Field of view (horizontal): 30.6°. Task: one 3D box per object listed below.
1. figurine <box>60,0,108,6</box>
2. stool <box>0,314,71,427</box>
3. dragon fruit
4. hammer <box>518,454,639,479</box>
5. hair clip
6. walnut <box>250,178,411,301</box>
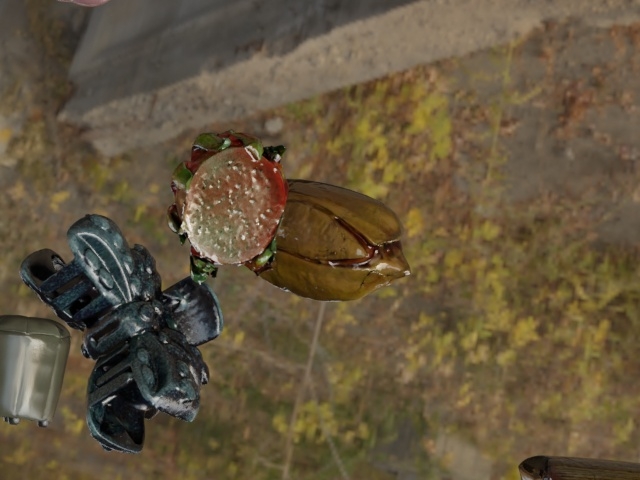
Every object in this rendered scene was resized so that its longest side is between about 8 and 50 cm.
[{"bbox_3d":[-0.231,-0.263,1.150,0.071,0.083,0.067,49,172,13],"label":"figurine"},{"bbox_3d":[-0.306,0.132,1.192,0.096,0.110,0.096,6,173,1],"label":"stool"},{"bbox_3d":[-0.091,-0.047,1.202,0.142,0.175,0.138,-25,118,1],"label":"dragon fruit"},{"bbox_3d":[0.384,0.274,1.312,0.409,0.095,0.242,6,174,-31],"label":"hammer"},{"bbox_3d":[-0.253,0.118,1.550,0.194,0.310,0.206,-31,165,17],"label":"hair clip"},{"bbox_3d":[0.000,0.000,1.307,0.245,0.137,0.137,14,162,30],"label":"walnut"}]
